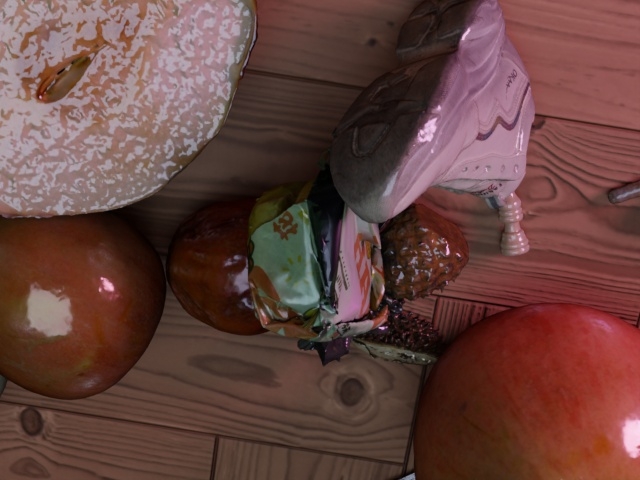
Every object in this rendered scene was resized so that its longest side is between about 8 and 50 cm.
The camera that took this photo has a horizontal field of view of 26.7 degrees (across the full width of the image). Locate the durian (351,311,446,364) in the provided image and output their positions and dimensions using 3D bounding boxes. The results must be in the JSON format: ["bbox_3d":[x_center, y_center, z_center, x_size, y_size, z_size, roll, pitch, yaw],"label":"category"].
[{"bbox_3d":[0.102,0.122,1.688,0.130,0.052,0.066,12,152,2],"label":"durian"}]

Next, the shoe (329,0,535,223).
[{"bbox_3d":[0.146,-0.106,1.439,0.132,0.342,0.210,-12,124,39],"label":"shoe"}]

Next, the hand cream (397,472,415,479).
[{"bbox_3d":[0.165,0.384,1.785,0.087,0.054,0.186,-27,102,10],"label":"hand cream"}]

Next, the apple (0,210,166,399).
[{"bbox_3d":[-0.308,0.058,1.561,0.254,0.253,0.253,1,113,3],"label":"apple"}]

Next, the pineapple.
[{"bbox_3d":[0.065,0.060,1.614,0.119,0.111,0.237,28,116,-40],"label":"pineapple"}]

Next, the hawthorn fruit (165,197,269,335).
[{"bbox_3d":[-0.092,0.035,1.590,0.179,0.173,0.173,-21,110,12],"label":"hawthorn fruit"}]

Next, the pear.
[{"bbox_3d":[-0.262,-0.220,1.468,0.387,0.191,0.340,-33,114,4],"label":"pear"}]

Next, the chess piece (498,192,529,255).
[{"bbox_3d":[0.227,-0.030,1.610,0.035,0.035,0.092,-7,109,7],"label":"chess piece"}]

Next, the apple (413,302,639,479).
[{"bbox_3d":[0.283,0.265,1.573,0.364,0.364,0.363,1,113,3],"label":"apple"}]

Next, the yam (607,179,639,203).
[{"bbox_3d":[0.395,-0.067,1.587,0.116,0.021,0.021,-20,111,11],"label":"yam"}]

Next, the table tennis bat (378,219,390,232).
[{"bbox_3d":[0.061,-0.073,1.585,0.095,0.014,0.158,30,99,38],"label":"table tennis bat"}]

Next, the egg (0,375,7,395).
[{"bbox_3d":[-0.504,0.173,1.662,0.253,0.186,0.186,-18,111,14],"label":"egg"}]

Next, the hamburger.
[{"bbox_3d":[0.001,-0.003,1.471,0.125,0.214,0.235,-9,91,15],"label":"hamburger"}]
